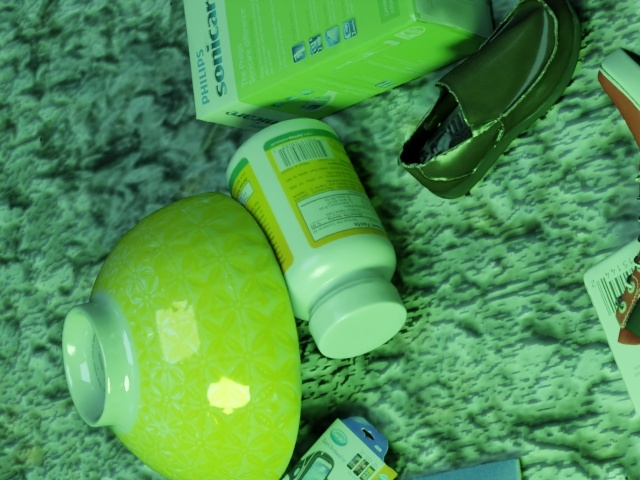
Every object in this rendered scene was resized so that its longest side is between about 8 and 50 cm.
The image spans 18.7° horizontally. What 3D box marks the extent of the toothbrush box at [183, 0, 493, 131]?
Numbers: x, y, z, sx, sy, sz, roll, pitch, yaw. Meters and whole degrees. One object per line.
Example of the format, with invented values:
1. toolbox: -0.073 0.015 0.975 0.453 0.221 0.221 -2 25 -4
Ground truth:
1. toothbrush box: 0.008 -0.243 1.830 0.283 0.122 0.206 -21 70 38

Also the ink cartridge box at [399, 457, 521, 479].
1. ink cartridge box: 0.059 0.366 1.721 0.304 0.072 0.307 -18 74 40

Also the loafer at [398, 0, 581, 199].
1. loafer: 0.147 -0.127 1.712 0.080 0.078 0.220 50 116 36

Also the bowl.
1. bowl: -0.149 0.106 1.824 0.289 0.156 0.289 27 122 57

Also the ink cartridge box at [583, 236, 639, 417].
1. ink cartridge box: 0.367 0.070 1.485 0.296 0.066 0.261 -35 60 34

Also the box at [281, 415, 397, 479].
1. box: 0.009 0.227 1.788 0.136 0.028 0.081 -46 46 -3

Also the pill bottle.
1. pill bottle: 0.000 0.000 1.801 0.117 0.118 0.208 -44 56 29

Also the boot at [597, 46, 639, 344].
1. boot: 0.257 -0.019 1.508 0.176 0.088 0.244 -51 54 25
